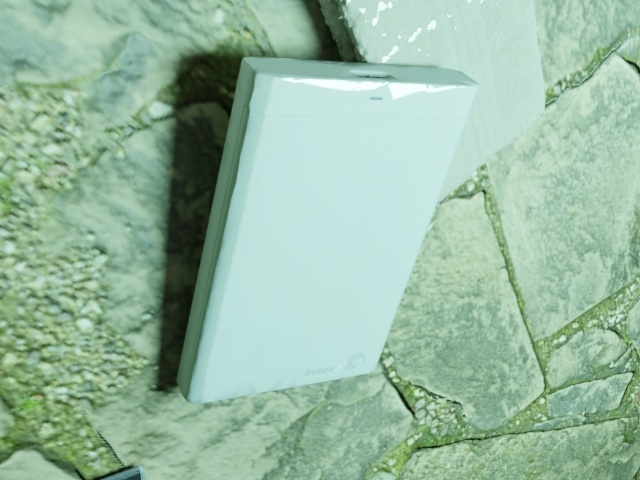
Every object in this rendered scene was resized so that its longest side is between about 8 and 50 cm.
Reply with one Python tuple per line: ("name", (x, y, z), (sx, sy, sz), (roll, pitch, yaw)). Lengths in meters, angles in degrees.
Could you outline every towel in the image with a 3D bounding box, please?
("towel", (0.107, -0.163, 0.689), (0.187, 0.049, 0.282), (-38, 136, -13))

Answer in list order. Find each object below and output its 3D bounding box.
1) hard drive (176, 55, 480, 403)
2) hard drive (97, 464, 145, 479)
("hard drive", (0.000, 0.000, 0.670), (0.203, 0.040, 0.307), (-4, 126, -31))
("hard drive", (-0.231, 0.338, 0.726), (0.172, 0.054, 0.254), (-12, 124, -35))
